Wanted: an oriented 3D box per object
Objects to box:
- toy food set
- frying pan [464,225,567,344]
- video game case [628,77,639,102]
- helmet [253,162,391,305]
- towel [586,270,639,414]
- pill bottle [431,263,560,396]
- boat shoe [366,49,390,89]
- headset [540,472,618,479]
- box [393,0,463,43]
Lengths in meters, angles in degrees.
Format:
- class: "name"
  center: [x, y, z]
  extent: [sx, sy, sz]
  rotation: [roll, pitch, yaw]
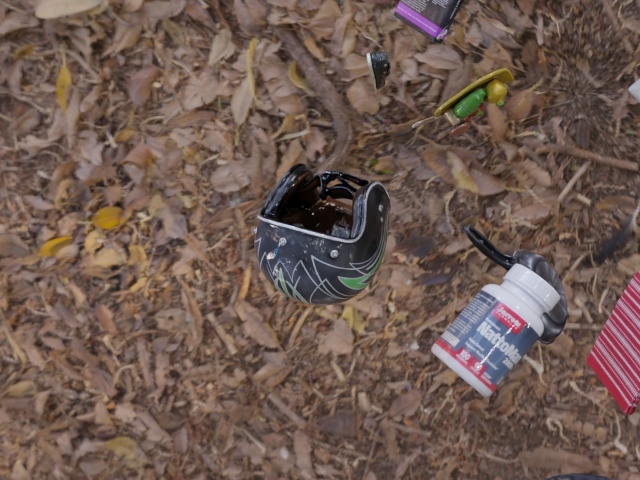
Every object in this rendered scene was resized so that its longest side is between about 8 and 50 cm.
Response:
- class: "toy food set"
  center: [0.313, -0.272, 1.396]
  extent: [0.218, 0.128, 0.071]
  rotation: [-32, 84, 45]
- class: "frying pan"
  center: [0.406, 0.056, 1.322]
  extent: [0.053, 0.197, 0.326]
  rotation: [-21, 108, 38]
- class: "video game case"
  center: [0.814, -0.283, 1.290]
  extent: [0.300, 0.036, 0.329]
  rotation: [50, 152, 7]
- class: "helmet"
  center: [0.000, 0.000, 0.809]
  extent: [0.170, 0.169, 0.161]
  rotation: [21, 66, 15]
- class: "towel"
  center: [0.712, 0.233, 1.516]
  extent: [0.031, 0.198, 0.274]
  rotation: [10, 118, -14]
- class: "pill bottle"
  center: [0.257, 0.126, 0.971]
  extent: [0.108, 0.108, 0.180]
  rotation: [40, 89, 9]
- class: "boat shoe"
  center: [0.118, -0.332, 1.312]
  extent: [0.042, 0.133, 0.048]
  rotation: [-10, 79, 8]
- class: "headset"
  center: [0.144, 0.356, 0.474]
  extent: [0.185, 0.243, 0.394]
  rotation: [32, 74, -24]
- class: "box"
  center: [0.206, -0.444, 1.170]
  extent: [0.116, 0.029, 0.162]
  rotation: [48, 125, 35]
